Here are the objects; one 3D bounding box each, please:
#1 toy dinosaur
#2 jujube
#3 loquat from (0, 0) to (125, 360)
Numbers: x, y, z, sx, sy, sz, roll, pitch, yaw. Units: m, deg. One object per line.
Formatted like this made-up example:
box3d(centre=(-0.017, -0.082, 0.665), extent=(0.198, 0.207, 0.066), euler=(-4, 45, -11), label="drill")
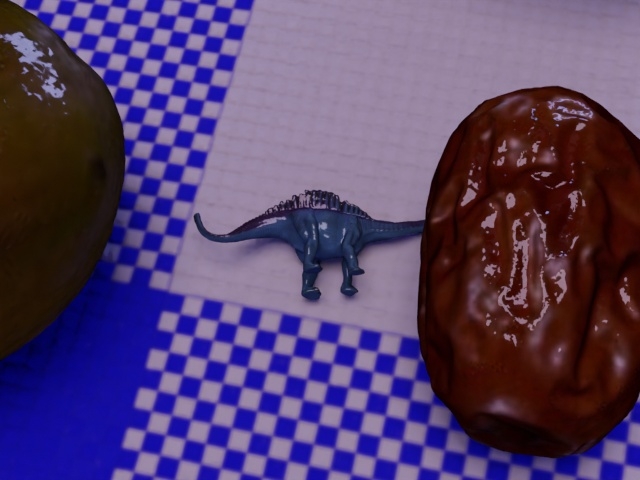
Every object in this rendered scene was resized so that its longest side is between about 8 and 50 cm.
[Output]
box3d(centre=(0.000, 0.000, 0.855), extent=(0.197, 0.045, 0.080), euler=(2, 54, -1), label="toy dinosaur")
box3d(centre=(0.152, 0.017, 0.763), extent=(0.174, 0.174, 0.250), euler=(6, 64, 8), label="jujube")
box3d(centre=(-0.286, -0.037, 0.790), extent=(0.276, 0.276, 0.284), euler=(35, 58, 18), label="loquat")
